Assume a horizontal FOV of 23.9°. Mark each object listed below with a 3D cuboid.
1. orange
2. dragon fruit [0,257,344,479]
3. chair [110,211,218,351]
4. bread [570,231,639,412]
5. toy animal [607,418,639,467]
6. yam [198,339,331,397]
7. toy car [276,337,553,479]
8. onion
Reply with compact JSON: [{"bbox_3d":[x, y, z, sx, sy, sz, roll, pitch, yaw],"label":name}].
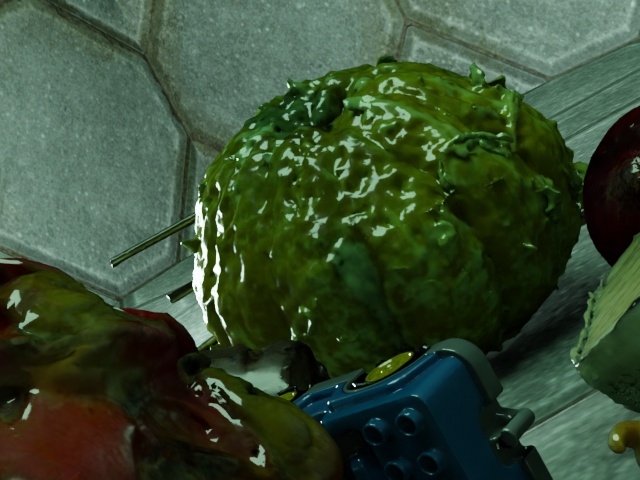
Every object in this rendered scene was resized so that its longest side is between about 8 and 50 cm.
[{"bbox_3d":[0.039,-0.014,1.106,0.300,0.223,0.301,-30,20,-7],"label":"orange"},{"bbox_3d":[-0.150,0.136,0.574,0.314,0.262,0.296,-25,7,26],"label":"dragon fruit"},{"bbox_3d":[0.000,0.000,1.337,0.326,0.159,0.170,-31,-27,7],"label":"chair"},{"bbox_3d":[0.201,0.017,0.815,0.232,0.064,0.172,-46,-3,-28],"label":"bread"},{"bbox_3d":[0.170,0.078,0.617,0.081,0.060,0.083,12,-13,-23],"label":"toy animal"},{"bbox_3d":[-0.128,0.129,0.916,0.280,0.131,0.131,-9,11,14],"label":"yam"},{"bbox_3d":[0.014,0.123,0.738,0.191,0.097,0.100,-23,9,41],"label":"toy car"},{"bbox_3d":[0.226,-0.027,0.939,0.131,0.131,0.131,-28,6,3],"label":"onion"}]
